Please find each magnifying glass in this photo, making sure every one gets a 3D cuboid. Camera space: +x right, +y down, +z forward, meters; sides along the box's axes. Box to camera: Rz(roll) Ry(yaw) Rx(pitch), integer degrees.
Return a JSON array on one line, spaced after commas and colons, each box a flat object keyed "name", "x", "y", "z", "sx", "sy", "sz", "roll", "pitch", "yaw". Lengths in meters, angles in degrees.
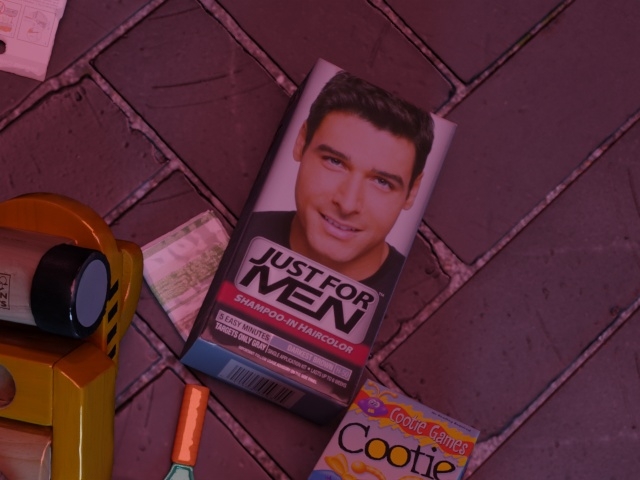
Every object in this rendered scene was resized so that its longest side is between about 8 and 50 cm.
[{"name": "magnifying glass", "x": -0.158, "y": 0.274, "z": 1.982, "sx": 0.092, "sy": 0.026, "sz": 0.231, "roll": 12, "pitch": 71, "yaw": -7}]

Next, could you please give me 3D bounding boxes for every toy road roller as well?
[{"name": "toy road roller", "x": -0.298, "y": 0.112, "z": 1.920, "sx": 0.202, "sy": 0.240, "sz": 0.330, "roll": 9, "pitch": 106, "yaw": 18}]

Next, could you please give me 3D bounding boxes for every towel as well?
[{"name": "towel", "x": -0.134, "y": 0.053, "z": 2.058, "sx": 0.113, "sy": 0.023, "sz": 0.152, "roll": -31, "pitch": 84, "yaw": -16}]

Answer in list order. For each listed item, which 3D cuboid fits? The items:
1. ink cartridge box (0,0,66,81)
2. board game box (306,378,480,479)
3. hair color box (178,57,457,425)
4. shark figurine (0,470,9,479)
[{"name": "ink cartridge box", "x": -0.385, "y": -0.317, "z": 2.113, "sx": 0.181, "sy": 0.056, "sz": 0.225, "roll": 14, "pitch": 90, "yaw": -7}, {"name": "board game box", "x": 0.045, "y": 0.305, "z": 1.884, "sx": 0.144, "sy": 0.142, "sz": 0.275, "roll": 24, "pitch": 44, "yaw": 9}, {"name": "hair color box", "x": 0.000, "y": 0.000, "z": 2.036, "sx": 0.185, "sy": 0.113, "sz": 0.374, "roll": 25, "pitch": 66, "yaw": -7}, {"name": "shark figurine", "x": -0.431, "y": 0.253, "z": 1.811, "sx": 0.278, "sy": 0.116, "sz": 0.166, "roll": -4, "pitch": 99, "yaw": 19}]
